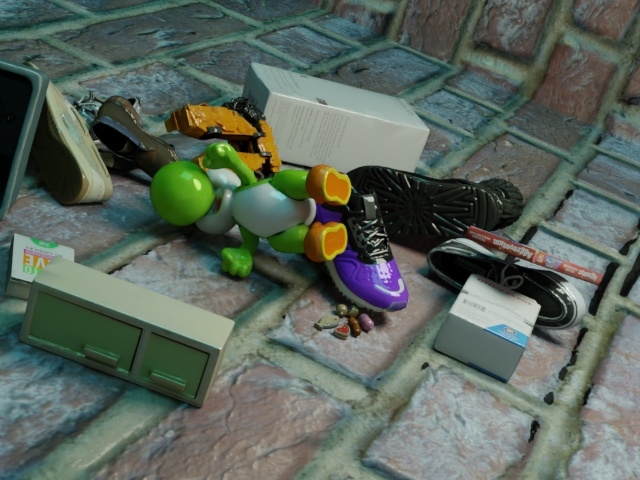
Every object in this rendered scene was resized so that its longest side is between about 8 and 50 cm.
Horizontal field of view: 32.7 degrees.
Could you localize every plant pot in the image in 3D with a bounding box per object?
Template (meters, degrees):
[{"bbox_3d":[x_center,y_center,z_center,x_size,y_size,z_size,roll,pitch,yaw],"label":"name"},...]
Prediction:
[{"bbox_3d":[-0.582,-0.204,1.796,0.248,0.247,0.252,17,12,-6],"label":"plant pot"}]

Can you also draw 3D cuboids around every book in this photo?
[{"bbox_3d":[-0.420,0.044,1.643,0.096,0.035,0.144,15,23,-20],"label":"book"}]

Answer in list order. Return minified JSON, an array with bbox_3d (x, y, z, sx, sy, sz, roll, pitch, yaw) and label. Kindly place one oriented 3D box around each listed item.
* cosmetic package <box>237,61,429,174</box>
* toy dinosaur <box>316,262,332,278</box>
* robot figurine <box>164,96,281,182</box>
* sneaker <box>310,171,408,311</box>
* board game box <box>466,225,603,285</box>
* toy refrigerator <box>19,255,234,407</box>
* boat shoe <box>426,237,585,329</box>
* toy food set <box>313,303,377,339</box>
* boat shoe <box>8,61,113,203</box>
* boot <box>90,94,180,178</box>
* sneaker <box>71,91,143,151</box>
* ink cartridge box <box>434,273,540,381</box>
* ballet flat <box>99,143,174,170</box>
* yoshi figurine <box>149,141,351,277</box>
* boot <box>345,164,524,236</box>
[{"bbox_3d":[0.024,-0.258,2.444,0.385,0.156,0.217,9,25,-21],"label":"cosmetic package"},{"bbox_3d":[0.000,0.000,2.015,0.118,0.064,0.268,-6,40,-40],"label":"toy dinosaur"},{"bbox_3d":[-0.177,-0.180,2.121,0.085,0.211,0.291,-18,-8,27],"label":"robot figurine"},{"bbox_3d":[0.068,-0.009,1.887,0.102,0.146,0.293,-7,45,-34],"label":"sneaker"},{"bbox_3d":[0.399,0.030,2.012,0.145,0.027,0.281,21,3,39],"label":"board game box"},{"bbox_3d":[-0.266,0.126,1.498,0.270,0.102,0.094,20,24,0],"label":"toy refrigerator"},{"bbox_3d":[0.338,0.081,2.022,0.306,0.113,0.105,32,23,26],"label":"boat shoe"},{"bbox_3d":[0.049,0.133,1.815,0.078,0.019,0.122,28,26,18],"label":"toy food set"},{"bbox_3d":[-0.464,-0.189,1.945,0.098,0.109,0.302,4,48,-56],"label":"boat shoe"},{"bbox_3d":[-0.338,-0.158,1.999,0.219,0.082,0.106,49,26,-12],"label":"boot"},{"bbox_3d":[-0.465,-0.234,2.074,0.281,0.115,0.105,-9,36,-42],"label":"sneaker"},{"bbox_3d":[0.293,0.147,1.892,0.140,0.082,0.191,25,24,10],"label":"ink cartridge box"},{"bbox_3d":[-0.356,-0.164,2.093,0.173,0.049,0.057,-9,37,-46],"label":"ballet flat"},{"bbox_3d":[-0.144,-0.061,1.852,0.362,0.203,0.203,7,51,29],"label":"yoshi figurine"},{"bbox_3d":[0.231,-0.079,2.251,0.348,0.131,0.260,13,12,18],"label":"boot"}]
